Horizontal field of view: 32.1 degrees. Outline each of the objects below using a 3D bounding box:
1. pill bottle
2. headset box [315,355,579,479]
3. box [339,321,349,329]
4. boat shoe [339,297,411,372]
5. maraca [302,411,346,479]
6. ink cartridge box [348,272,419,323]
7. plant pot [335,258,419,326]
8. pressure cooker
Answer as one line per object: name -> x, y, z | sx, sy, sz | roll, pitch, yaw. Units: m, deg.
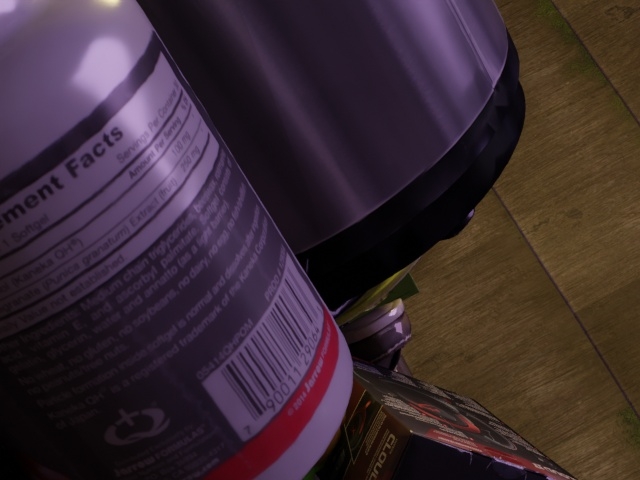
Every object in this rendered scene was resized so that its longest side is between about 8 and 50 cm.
pill bottle -> -0.127, -0.014, 0.526 | 0.318, 0.176, 0.176 | 59, 6, -29
headset box -> 0.113, 0.224, 1.107 | 0.218, 0.110, 0.293 | 22, 4, -23
box -> 0.044, 0.186, 1.897 | 0.062, 0.052, 0.083 | 57, 6, -51
boat shoe -> 0.048, 0.151, 1.363 | 0.096, 0.117, 0.324 | 61, -20, 6
maraca -> -0.029, 0.165, 1.031 | 0.127, 0.099, 0.185 | 48, 28, -27
ink cartridge box -> 0.058, 0.069, 1.888 | 0.255, 0.189, 0.097 | 58, 5, -37
plant pot -> -0.015, -0.049, 1.605 | 0.254, 0.276, 0.276 | 47, 9, -17
pressure cooker -> -0.053, -0.132, 0.837 | 0.420, 0.370, 0.375 | 55, 11, -29
